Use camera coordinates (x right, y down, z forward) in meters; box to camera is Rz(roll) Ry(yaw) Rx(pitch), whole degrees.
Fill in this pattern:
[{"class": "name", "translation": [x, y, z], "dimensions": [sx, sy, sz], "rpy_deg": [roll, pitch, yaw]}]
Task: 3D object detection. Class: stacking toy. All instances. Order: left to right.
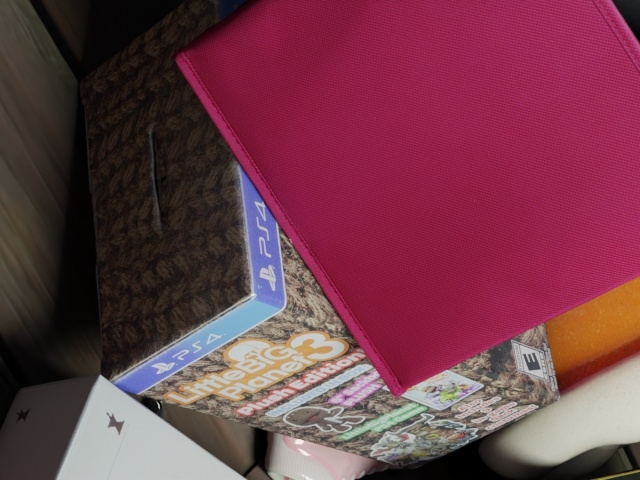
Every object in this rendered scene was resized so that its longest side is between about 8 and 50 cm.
[{"class": "stacking toy", "translation": [0.203, -0.082, 1.415], "dimensions": [0.350, 0.350, 0.480], "rpy_deg": [-12, 73, -47]}]

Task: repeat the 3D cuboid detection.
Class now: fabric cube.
[{"class": "fabric cube", "translation": [0.124, -0.103, 1.099], "dimensions": [0.254, 0.258, 0.259], "rpy_deg": [56, 36, -3]}]

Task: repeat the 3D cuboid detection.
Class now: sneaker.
[{"class": "sneaker", "translation": [0.010, 0.160, 1.295], "dimensions": [0.134, 0.051, 0.070], "rpy_deg": [27, 70, -41]}]

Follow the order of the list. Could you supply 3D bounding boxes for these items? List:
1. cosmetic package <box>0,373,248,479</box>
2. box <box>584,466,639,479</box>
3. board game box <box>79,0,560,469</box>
[{"class": "cosmetic package", "translation": [-0.124, 0.314, 1.086], "dimensions": [0.284, 0.097, 0.377], "rpy_deg": [38, 55, -30]}, {"class": "box", "translation": [0.210, 0.300, 1.305], "dimensions": [0.322, 0.079, 0.257], "rpy_deg": [0, 75, -51]}, {"class": "board game box", "translation": [0.000, 0.000, 1.218], "dimensions": [0.291, 0.141, 0.232], "rpy_deg": [20, 51, -41]}]
